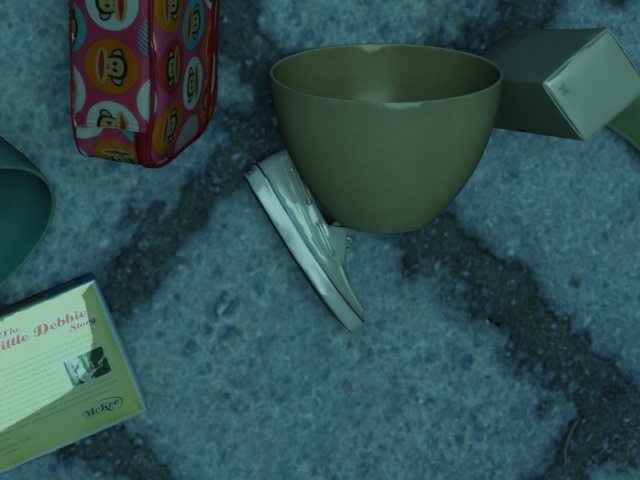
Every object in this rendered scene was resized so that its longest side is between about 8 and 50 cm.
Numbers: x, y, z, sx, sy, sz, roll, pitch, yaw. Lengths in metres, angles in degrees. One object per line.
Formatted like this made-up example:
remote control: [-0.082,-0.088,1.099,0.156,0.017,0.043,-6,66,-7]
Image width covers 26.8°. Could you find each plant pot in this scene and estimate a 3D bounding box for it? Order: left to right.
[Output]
plant pot: [-0.481,-0.048,1.539,0.290,0.290,0.195,-38,70,-6]
plant pot: [0.080,-0.118,1.661,0.284,0.284,0.191,-5,112,-14]

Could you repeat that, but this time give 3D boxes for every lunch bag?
lunch bag: [-0.193,-0.248,1.582,0.120,0.258,0.293,10,113,14]

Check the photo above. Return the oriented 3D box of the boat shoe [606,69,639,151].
boat shoe: [0.440,-0.178,1.843,0.228,0.069,0.081,46,125,-12]

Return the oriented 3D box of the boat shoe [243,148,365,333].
boat shoe: [0.000,0.000,1.739,0.084,0.095,0.258,-33,106,-3]

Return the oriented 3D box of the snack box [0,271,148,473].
snack box: [-0.399,0.187,1.680,0.321,0.060,0.187,-22,103,-10]

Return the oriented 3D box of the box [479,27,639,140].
box: [0.283,-0.200,1.688,0.113,0.275,0.094,-40,107,-6]
